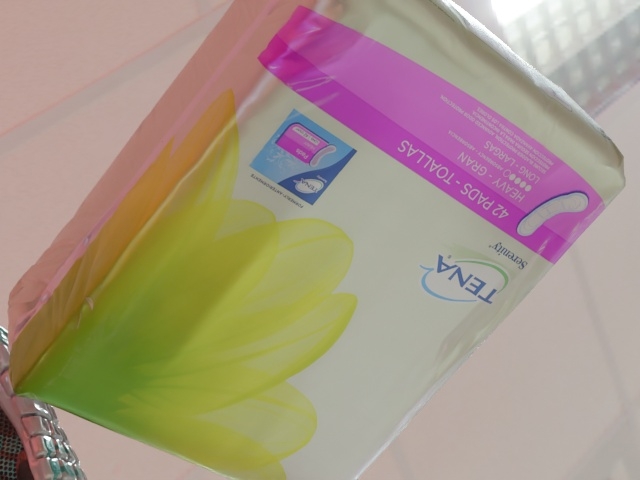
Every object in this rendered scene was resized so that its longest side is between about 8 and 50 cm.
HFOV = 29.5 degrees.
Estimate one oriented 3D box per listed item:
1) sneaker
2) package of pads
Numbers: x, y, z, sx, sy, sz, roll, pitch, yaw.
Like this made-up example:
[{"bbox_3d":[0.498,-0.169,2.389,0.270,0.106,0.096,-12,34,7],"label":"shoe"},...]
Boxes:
[{"bbox_3d":[-0.194,0.134,0.745,0.076,0.166,0.065,-32,-32,1],"label":"sneaker"},{"bbox_3d":[0.000,0.000,0.681,0.229,0.101,0.296,31,-73,-33],"label":"package of pads"}]
